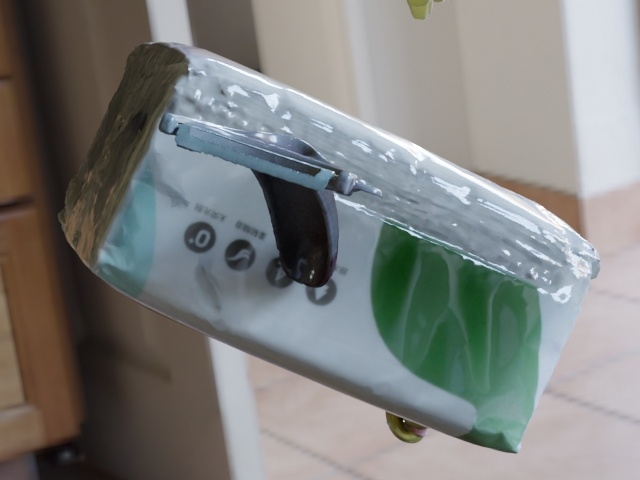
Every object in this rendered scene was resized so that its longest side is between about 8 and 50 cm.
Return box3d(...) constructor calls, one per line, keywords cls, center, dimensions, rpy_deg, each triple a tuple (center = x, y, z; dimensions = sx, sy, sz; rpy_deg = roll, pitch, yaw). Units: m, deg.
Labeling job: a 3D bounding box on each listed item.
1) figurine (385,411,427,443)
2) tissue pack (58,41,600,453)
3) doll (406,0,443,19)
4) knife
box3d(cls="figurine", center=(0.094, 0.132, 1.862), dimensions=(0.083, 0.187, 0.083), rpy_deg=(-19, 5, 2))
box3d(cls="tissue pack", center=(-0.001, 0.001, 1.279), dimensions=(0.356, 0.194, 0.266), rpy_deg=(24, 2, -17))
box3d(cls="doll", center=(0.100, -0.290, 1.452), dimensions=(0.086, 0.117, 0.291), rpy_deg=(3, 32, 4))
box3d(cls="knife", center=(-0.009, -0.022, 1.005), dimensions=(0.123, 0.053, 0.278), rpy_deg=(23, -10, 11))
